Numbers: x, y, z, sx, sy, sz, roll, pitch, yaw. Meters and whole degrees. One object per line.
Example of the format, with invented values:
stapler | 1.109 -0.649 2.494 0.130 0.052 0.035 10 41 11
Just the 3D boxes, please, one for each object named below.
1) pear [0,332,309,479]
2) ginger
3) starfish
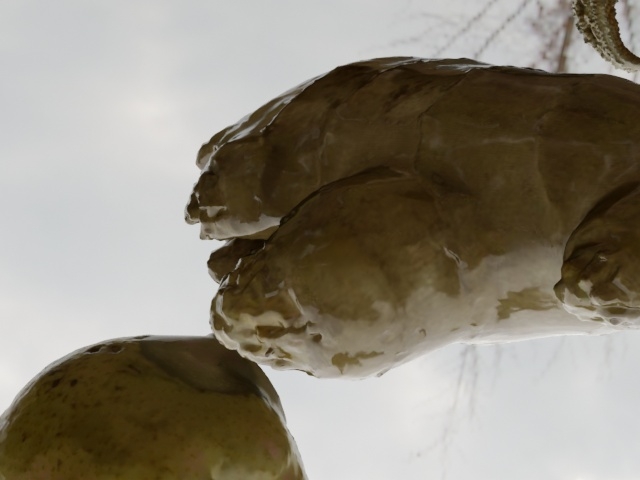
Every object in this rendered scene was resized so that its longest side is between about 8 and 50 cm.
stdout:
pear | -0.133 0.204 1.098 0.271 0.271 0.271 7 -154 -3
ginger | 0.074 -0.028 0.611 0.236 0.166 0.375 -3 174 -29
starfish | 0.267 -0.272 1.289 0.071 0.238 0.216 -13 -172 -33
